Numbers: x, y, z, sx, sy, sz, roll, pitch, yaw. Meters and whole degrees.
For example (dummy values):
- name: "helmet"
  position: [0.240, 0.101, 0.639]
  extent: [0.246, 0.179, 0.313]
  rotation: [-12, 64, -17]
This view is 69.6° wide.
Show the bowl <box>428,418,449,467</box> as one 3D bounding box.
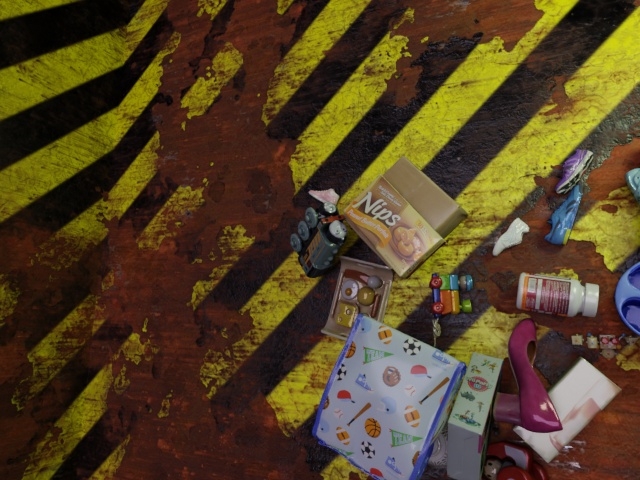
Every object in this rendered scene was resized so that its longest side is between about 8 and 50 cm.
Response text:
- name: "bowl"
  position: [0.376, 0.672, 1.530]
  extent: [0.170, 0.080, 0.170]
  rotation: [-9, 72, 32]

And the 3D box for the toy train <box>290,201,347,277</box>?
- name: "toy train"
  position: [0.000, 0.000, 1.751]
  extent: [0.190, 0.142, 0.334]
  rotation: [62, 146, 21]

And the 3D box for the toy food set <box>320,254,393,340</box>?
- name: "toy food set"
  position: [0.133, 0.228, 1.736]
  extent: [0.219, 0.092, 0.307]
  rotation: [12, 85, 26]

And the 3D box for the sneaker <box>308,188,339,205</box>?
- name: "sneaker"
  position: [0.019, -0.190, 1.895]
  extent: [0.134, 0.051, 0.070]
  rotation: [31, 92, 23]

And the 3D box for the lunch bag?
- name: "lunch bag"
  position: [0.188, 0.454, 1.297]
  extent: [0.327, 0.239, 0.386]
  rotation: [21, 81, 26]

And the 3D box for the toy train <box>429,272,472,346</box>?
- name: "toy train"
  position: [0.455, 0.237, 1.589]
  extent: [0.143, 0.105, 0.248]
  rotation: [-4, 78, 11]

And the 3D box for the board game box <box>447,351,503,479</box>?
- name: "board game box"
  position: [0.461, 0.521, 1.371]
  extent: [0.097, 0.303, 0.224]
  rotation: [9, 122, 27]

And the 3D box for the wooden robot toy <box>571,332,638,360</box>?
- name: "wooden robot toy"
  position: [0.862, 0.326, 1.394]
  extent: [0.173, 0.076, 0.079]
  rotation: [-5, 89, 24]

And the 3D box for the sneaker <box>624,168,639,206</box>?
- name: "sneaker"
  position: [0.999, -0.144, 1.395]
  extent: [0.150, 0.135, 0.366]
  rotation: [14, 78, 34]

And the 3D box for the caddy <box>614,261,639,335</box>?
- name: "caddy"
  position: [1.017, 0.181, 1.286]
  extent: [0.341, 0.179, 0.242]
  rotation: [12, 86, 26]

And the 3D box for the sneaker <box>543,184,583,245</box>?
- name: "sneaker"
  position: [0.794, -0.089, 1.504]
  extent: [0.082, 0.069, 0.210]
  rotation: [19, 89, 30]

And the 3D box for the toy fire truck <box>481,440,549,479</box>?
- name: "toy fire truck"
  position: [0.541, 0.773, 1.417]
  extent: [0.253, 0.169, 0.303]
  rotation: [0, 79, 44]

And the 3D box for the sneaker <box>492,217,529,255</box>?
- name: "sneaker"
  position: [0.645, -0.003, 1.565]
  extent: [0.061, 0.053, 0.152]
  rotation: [41, 98, 23]

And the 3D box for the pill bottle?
- name: "pill bottle"
  position: [0.741, 0.174, 1.448]
  extent: [0.221, 0.121, 0.121]
  rotation: [7, 83, 26]

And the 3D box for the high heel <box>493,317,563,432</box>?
- name: "high heel"
  position: [0.648, 0.391, 1.366]
  extent: [0.181, 0.127, 0.377]
  rotation: [-4, 45, 41]

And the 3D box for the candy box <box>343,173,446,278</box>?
- name: "candy box"
  position: [0.245, -0.049, 1.553]
  extent: [0.183, 0.087, 0.316]
  rotation: [-44, 64, 11]

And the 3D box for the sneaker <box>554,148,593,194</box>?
- name: "sneaker"
  position: [0.829, -0.227, 1.527]
  extent: [0.071, 0.068, 0.170]
  rotation: [35, 87, 41]

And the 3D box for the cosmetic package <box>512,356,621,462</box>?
- name: "cosmetic package"
  position: [0.730, 0.499, 1.375]
  extent: [0.129, 0.153, 0.296]
  rotation: [44, 101, 26]

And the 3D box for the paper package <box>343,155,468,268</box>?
- name: "paper package"
  position: [0.303, -0.090, 1.678]
  extent: [0.325, 0.168, 0.309]
  rotation: [-46, 64, 11]
